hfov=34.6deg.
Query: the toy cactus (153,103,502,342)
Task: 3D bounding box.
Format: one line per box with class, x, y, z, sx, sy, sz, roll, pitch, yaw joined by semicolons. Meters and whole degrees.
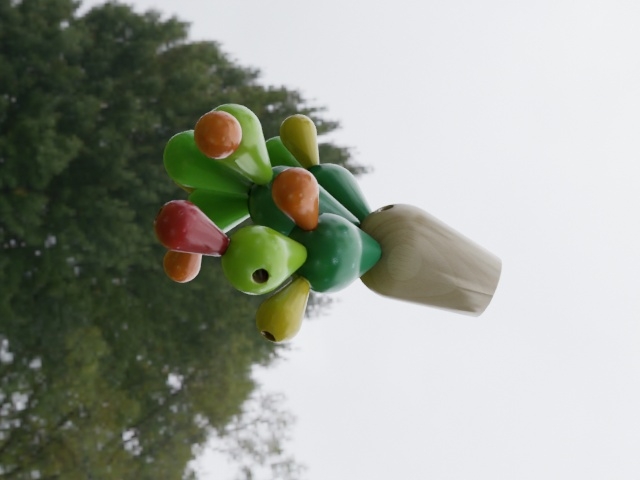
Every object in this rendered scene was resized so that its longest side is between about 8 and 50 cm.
toy cactus;0.000;0.000;0.520;0.219;0.180;0.112;-107;-140;-83
